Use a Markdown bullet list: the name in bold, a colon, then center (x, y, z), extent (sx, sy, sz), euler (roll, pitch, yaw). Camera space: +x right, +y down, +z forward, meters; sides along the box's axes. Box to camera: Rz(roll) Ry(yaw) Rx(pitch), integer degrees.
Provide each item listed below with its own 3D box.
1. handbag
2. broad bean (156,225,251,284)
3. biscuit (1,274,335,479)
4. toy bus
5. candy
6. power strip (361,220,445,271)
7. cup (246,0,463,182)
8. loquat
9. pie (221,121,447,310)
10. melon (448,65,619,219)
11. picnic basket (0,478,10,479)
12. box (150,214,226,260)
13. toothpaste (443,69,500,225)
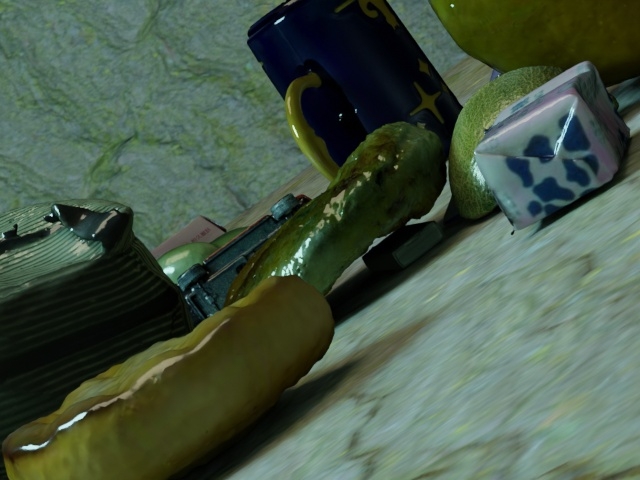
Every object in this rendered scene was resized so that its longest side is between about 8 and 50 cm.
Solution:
- **handbag**: center (-0.264, 0.097, 1.575), extent (0.340, 0.247, 0.240), euler (-22, 0, -20)
- **broad bean**: center (-0.130, 0.047, 2.137), extent (0.169, 0.100, 0.228), euler (-28, 0, 39)
- **biscuit**: center (-0.116, 0.124, 1.292), extent (0.213, 0.091, 0.274), euler (-35, 6, -31)
- **toy bus**: center (-0.071, 0.034, 1.922), extent (0.195, 0.081, 0.089), euler (-37, -4, -11)
- **candy**: center (0.166, -0.068, 1.308), extent (0.092, 0.073, 0.160), euler (-29, 6, 18)
- **power strip**: center (0.069, 0.006, 1.573), extent (0.051, 0.019, 0.136), euler (-39, 6, -11)
- **cup**: center (0.043, -0.178, 2.116), extent (0.178, 0.256, 0.255), euler (-35, 6, 5)
- **loquat**: center (0.235, -0.252, 1.580), extent (0.284, 0.276, 0.276), euler (-46, 1, 20)
- **pie**: center (0.000, 0.000, 1.570), extent (0.277, 0.078, 0.277), euler (-43, 4, 3)
- **melon**: center (0.154, -0.083, 1.487), extent (0.160, 0.079, 0.128), euler (-32, 13, 24)
- **picnic basket**: center (-0.242, 0.213, 1.407), extent (0.072, 0.072, 0.083), euler (-39, -7, -34)
- **box**: center (-0.178, 0.053, 2.282), extent (0.156, 0.060, 0.111), euler (-36, -33, -31)
- **toothpaste**: center (0.185, -0.121, 1.703), extent (0.125, 0.080, 0.371), euler (-33, 12, 24)
